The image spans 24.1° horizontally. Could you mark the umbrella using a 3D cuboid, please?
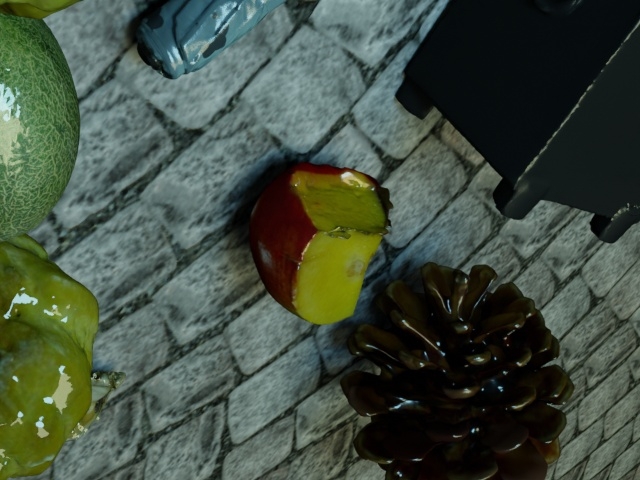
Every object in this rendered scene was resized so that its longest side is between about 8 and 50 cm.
[{"bbox_3d":[-0.028,-0.203,1.091,0.250,0.053,0.052,-38,150,-14],"label":"umbrella"}]

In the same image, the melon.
[{"bbox_3d":[-0.216,-0.071,0.919,0.139,0.139,0.192,-30,143,-28],"label":"melon"}]

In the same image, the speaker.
[{"bbox_3d":[0.241,-0.154,1.345,0.232,0.184,0.254,12,121,-48],"label":"speaker"}]

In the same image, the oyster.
[{"bbox_3d":[-0.229,0.135,1.263,0.146,0.045,0.122,-30,151,-15],"label":"oyster"}]

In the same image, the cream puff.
[{"bbox_3d":[-0.251,0.105,1.072,0.221,0.195,0.195,-38,151,-7],"label":"cream puff"}]

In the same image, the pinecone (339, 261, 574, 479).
[{"bbox_3d":[0.135,0.141,1.572,0.264,0.264,0.264,-33,149,-23],"label":"pinecone"}]

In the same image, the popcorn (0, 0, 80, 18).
[{"bbox_3d":[-0.158,-0.228,0.744,0.249,0.249,0.225,-44,122,-4],"label":"popcorn"}]

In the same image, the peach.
[{"bbox_3d":[-0.007,0.002,1.318,0.151,0.118,0.151,-160,-90,-87],"label":"peach"}]
